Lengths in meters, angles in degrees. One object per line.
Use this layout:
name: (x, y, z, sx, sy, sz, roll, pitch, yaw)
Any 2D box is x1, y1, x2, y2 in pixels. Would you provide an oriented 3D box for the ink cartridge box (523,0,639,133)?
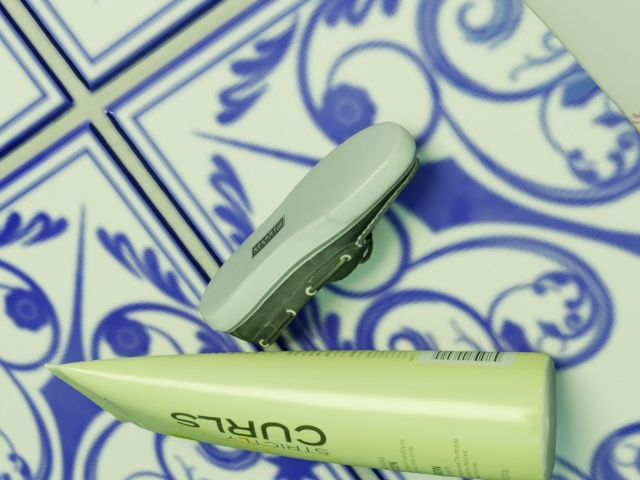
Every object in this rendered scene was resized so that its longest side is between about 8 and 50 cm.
ink cartridge box: (0.178, -0.124, 0.307, 0.270, 0.197, 0.198, 46, 160, -8)

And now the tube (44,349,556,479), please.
tube: (-0.007, 0.082, 0.584, 0.240, 0.062, 0.070, 1, 114, 16)

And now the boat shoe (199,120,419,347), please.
boat shoe: (0.000, 0.000, 0.554, 0.040, 0.049, 0.142, 34, 124, -23)
